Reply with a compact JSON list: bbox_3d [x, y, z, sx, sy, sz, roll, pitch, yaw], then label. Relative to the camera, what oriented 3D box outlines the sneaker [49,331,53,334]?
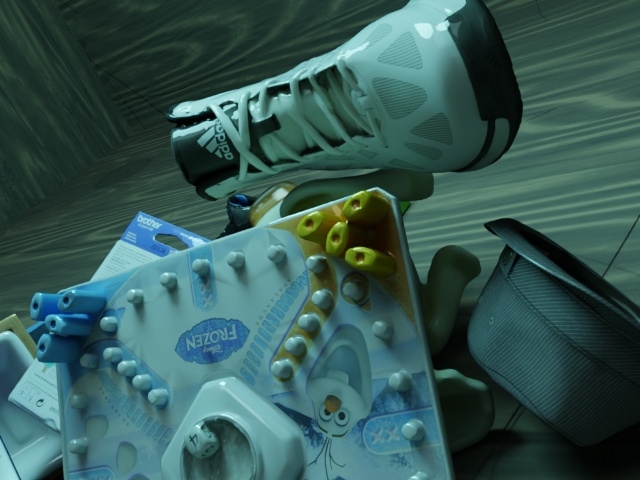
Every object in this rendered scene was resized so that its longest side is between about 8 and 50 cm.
[{"bbox_3d":[-0.285,0.159,1.247,0.330,0.129,0.147,-25,41,2],"label":"sneaker"}]

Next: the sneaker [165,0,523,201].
[{"bbox_3d":[-0.006,-0.102,0.741,0.257,0.169,0.447,-23,9,-13],"label":"sneaker"}]

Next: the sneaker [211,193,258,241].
[{"bbox_3d":[-0.170,-0.030,1.495,0.217,0.121,0.079,-12,26,34],"label":"sneaker"}]

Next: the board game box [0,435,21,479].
[{"bbox_3d":[-0.444,0.336,0.845,0.233,0.078,0.347,-27,42,-25],"label":"board game box"}]

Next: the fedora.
[{"bbox_3d":[0.225,0.094,0.687,0.124,0.244,0.275,-54,20,13],"label":"fedora"}]

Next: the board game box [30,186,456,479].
[{"bbox_3d":[-0.085,0.187,0.635,0.390,0.390,0.050,-17,-17,25],"label":"board game box"}]

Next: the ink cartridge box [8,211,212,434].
[{"bbox_3d":[-0.258,0.121,1.021,0.186,0.065,0.311,19,71,32],"label":"ink cartridge box"}]

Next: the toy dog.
[{"bbox_3d":[0.007,0.077,0.921,0.395,0.284,0.408,-39,16,21],"label":"toy dog"}]

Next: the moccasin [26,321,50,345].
[{"bbox_3d":[-0.508,0.237,1.273,0.342,0.117,0.137,-44,-4,-43],"label":"moccasin"}]

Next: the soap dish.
[{"bbox_3d":[-0.498,0.278,1.078,0.291,0.229,0.118,-34,4,-14],"label":"soap dish"}]

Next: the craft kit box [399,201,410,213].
[{"bbox_3d":[0.000,0.000,1.324,0.247,0.061,0.250,-7,30,36],"label":"craft kit box"}]
